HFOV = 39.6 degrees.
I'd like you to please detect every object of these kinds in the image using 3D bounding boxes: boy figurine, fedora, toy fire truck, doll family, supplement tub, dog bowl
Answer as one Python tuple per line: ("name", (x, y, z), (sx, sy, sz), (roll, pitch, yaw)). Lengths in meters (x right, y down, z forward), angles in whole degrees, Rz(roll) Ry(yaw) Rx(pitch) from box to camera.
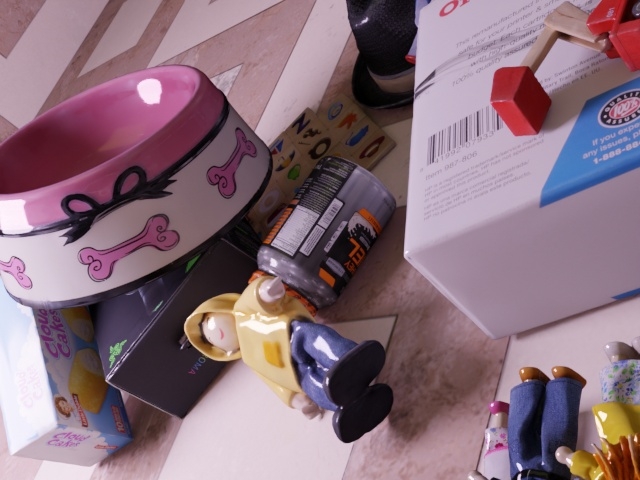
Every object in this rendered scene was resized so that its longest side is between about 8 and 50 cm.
("boy figurine", (-0.048, 0.112, 0.988), (0.092, 0.177, 0.285), (-32, 35, -33))
("fedora", (0.128, -0.357, 1.294), (0.334, 0.152, 0.334), (-33, 34, 26))
("toy fire truck", (0.232, -0.182, 0.754), (0.135, 0.047, 0.192), (-4, 51, 46))
("doll family", (0.195, 0.168, 0.672), (0.263, 0.118, 0.163), (-22, 41, 38))
("supplement tub", (0.000, 0.000, 1.104), (0.190, 0.117, 0.117), (-56, 32, -10))
("dog bowl", (-0.278, -0.093, 1.199), (0.408, 0.150, 0.408), (-18, 31, 11))

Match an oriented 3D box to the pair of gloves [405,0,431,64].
("pair of gloves", (0.206, -0.283, 1.145), (0.198, 0.023, 0.159), (23, 98, 27))

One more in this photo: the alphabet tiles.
("alphabet tiles", (-0.029, -0.085, 1.337), (0.285, 0.011, 0.342), (-45, 31, 7))

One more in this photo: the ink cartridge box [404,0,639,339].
("ink cartridge box", (0.250, -0.137, 0.885), (0.285, 0.166, 0.395), (-24, 40, 32))

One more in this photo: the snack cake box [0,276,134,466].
("snack cake box", (-0.376, 0.177, 1.258), (0.089, 0.152, 0.264), (-33, 59, 14))

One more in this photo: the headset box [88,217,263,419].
("headset box", (-0.195, 0.072, 1.247), (0.246, 0.131, 0.283), (-50, 31, 7))
